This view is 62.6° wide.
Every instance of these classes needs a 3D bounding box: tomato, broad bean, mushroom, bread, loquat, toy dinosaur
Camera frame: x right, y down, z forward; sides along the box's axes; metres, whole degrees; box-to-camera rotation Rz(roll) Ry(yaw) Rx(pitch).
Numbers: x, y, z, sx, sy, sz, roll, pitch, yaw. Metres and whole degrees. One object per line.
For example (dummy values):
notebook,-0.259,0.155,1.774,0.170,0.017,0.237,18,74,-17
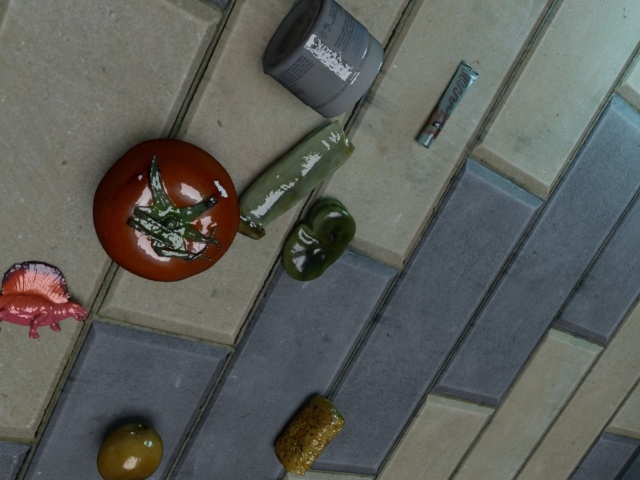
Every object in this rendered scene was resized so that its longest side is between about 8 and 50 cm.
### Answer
tomato,-0.274,-0.055,0.954,0.256,0.224,0.255,-7,114,-17
broad bean,0.000,0.002,1.208,0.153,0.072,0.206,16,118,-27
mushroom,-0.064,-0.126,1.106,0.312,0.081,0.100,-43,127,-6
bread,-0.033,0.520,1.407,0.083,0.114,0.210,28,100,-48
loquat,-0.430,0.480,1.189,0.141,0.141,0.141,-10,117,-20
toy dinosaur,-0.586,0.101,0.991,0.286,0.070,0.138,14,97,-26

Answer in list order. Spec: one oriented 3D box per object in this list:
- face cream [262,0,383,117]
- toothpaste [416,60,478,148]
face cream,0.002,-0.341,0.973,0.153,0.177,0.177,30,98,-30
toothpaste,0.290,-0.307,1.206,0.056,0.036,0.205,28,96,-30
